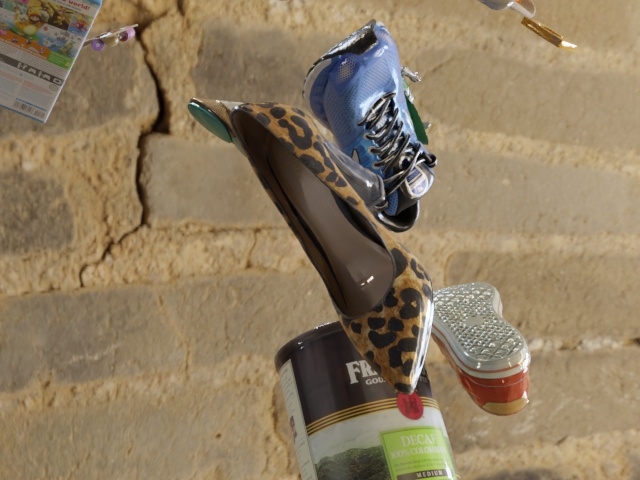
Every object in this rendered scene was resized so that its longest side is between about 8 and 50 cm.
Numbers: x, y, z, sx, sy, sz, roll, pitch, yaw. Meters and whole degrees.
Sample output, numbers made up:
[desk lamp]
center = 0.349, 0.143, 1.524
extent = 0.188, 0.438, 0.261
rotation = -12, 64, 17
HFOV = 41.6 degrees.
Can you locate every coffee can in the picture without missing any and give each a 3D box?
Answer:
[coffee can]
center = 0.065, 0.261, 1.091
extent = 0.201, 0.201, 0.275
rotation = -4, -119, -20

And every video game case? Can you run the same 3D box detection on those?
[video game case]
center = -0.326, -0.217, 0.915
extent = 0.119, 0.166, 0.015
rotation = 22, -149, -26

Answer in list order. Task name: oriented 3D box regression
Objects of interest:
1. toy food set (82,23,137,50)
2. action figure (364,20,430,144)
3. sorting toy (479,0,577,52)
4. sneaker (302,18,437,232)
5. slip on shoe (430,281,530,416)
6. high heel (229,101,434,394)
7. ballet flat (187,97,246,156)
[toy food set]
center = -0.323, -0.306, 1.286
extent = 0.078, 0.122, 0.019
rotation = -31, -67, -28
[action figure]
center = 0.124, -0.282, 1.459
extent = 0.063, 0.232, 0.137
rotation = -41, -136, -9
[sorting toy]
center = 0.201, -0.360, 1.114
extent = 0.347, 0.047, 0.196
rotation = 37, -156, 13
[sneaker]
center = 0.078, -0.121, 0.998
extent = 0.129, 0.330, 0.147
rotation = -39, -119, -11
[slip on shoe]
center = 0.214, 0.140, 1.182
extent = 0.123, 0.331, 0.101
rotation = -13, -73, -1
[high heel]
center = 0.000, 0.000, 0.713
extent = 0.186, 0.093, 0.261
rotation = 29, -145, -38
[ballet flat]
center = -0.130, -0.186, 1.387
extent = 0.206, 0.073, 0.067
rotation = 39, -108, 21
